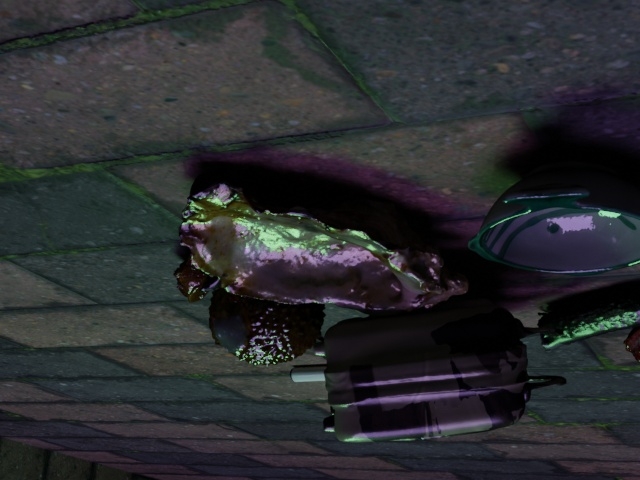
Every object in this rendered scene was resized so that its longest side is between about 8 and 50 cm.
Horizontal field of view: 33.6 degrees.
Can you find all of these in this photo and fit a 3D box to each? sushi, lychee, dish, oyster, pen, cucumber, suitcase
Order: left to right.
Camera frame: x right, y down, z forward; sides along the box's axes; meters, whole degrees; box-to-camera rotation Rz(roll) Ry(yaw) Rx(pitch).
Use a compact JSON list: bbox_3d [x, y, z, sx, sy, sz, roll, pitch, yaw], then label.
[{"bbox_3d":[-0.181,0.050,1.502,0.052,0.055,0.120,-38,172,-10],"label":"sushi"},{"bbox_3d":[-0.067,0.095,1.466,0.171,0.171,0.171,5,160,2],"label":"lychee"},{"bbox_3d":[0.012,0.001,1.262,0.360,0.096,0.221,7,155,-3],"label":"oyster"},{"bbox_3d":[0.061,0.255,2.038,0.268,0.033,0.033,-6,157,30],"label":"pen"},{"bbox_3d":[0.169,0.165,1.475,0.339,0.194,0.351,-7,177,4],"label":"suitcase"},{"bbox_3d":[0.261,-0.035,1.110,0.224,0.078,0.246,-3,159,23],"label":"dish"},{"bbox_3d":[0.394,0.105,1.495,0.067,0.067,0.245,16,156,-26],"label":"cucumber"}]

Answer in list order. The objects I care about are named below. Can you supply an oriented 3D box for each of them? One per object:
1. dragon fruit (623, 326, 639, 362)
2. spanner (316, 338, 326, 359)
[{"bbox_3d":[0.531,0.123,1.497,0.127,0.120,0.161,42,136,16],"label":"dragon fruit"},{"bbox_3d":[-0.011,0.177,1.864,0.054,0.015,0.254,-3,159,23],"label":"spanner"}]
